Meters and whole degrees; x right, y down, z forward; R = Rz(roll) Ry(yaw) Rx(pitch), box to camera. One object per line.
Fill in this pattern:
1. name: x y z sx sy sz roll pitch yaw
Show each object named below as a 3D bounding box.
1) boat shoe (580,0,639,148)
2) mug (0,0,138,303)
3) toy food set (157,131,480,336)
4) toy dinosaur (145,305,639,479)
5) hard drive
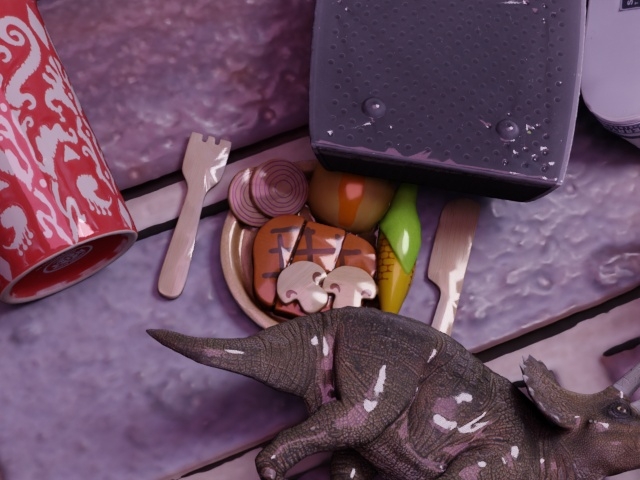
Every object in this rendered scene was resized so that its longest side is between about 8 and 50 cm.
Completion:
1. boat shoe: 0.227 -0.181 1.131 0.095 0.084 0.258 6 74 35
2. mug: -0.198 -0.048 1.042 0.113 0.150 0.169 -16 73 -50
3. toy food set: 0.000 0.000 1.063 0.192 0.038 0.132 13 69 -1
4. toy dinosaur: 0.052 0.107 1.007 0.313 0.121 0.160 20 57 6
5. hard drive: 0.081 -0.142 1.097 0.172 0.054 0.255 9 59 -2
